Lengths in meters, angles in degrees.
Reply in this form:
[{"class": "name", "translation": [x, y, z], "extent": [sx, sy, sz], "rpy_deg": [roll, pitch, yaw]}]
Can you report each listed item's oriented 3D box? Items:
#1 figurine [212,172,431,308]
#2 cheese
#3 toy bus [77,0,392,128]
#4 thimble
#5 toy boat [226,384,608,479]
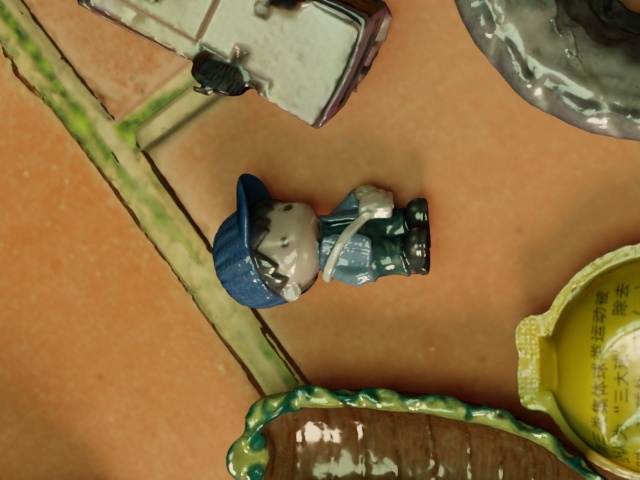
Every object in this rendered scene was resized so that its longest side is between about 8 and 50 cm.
[{"class": "figurine", "translation": [0.000, 0.000, 1.118], "extent": [0.149, 0.086, 0.087], "rpy_deg": [-2, 147, 6]}, {"class": "cheese", "translation": [0.261, 0.082, 1.059], "extent": [0.270, 0.069, 0.177], "rpy_deg": [-1, 106, 16]}, {"class": "toy bus", "translation": [-0.093, -0.172, 1.065], "extent": [0.274, 0.112, 0.090], "rpy_deg": [28, 113, 7]}, {"class": "thimble", "translation": [0.197, -0.174, 0.948], "extent": [0.236, 0.172, 0.205], "rpy_deg": [19, 114, 13]}, {"class": "toy boat", "translation": [0.083, 0.154, 1.124], "extent": [0.293, 0.099, 0.108], "rpy_deg": [4, 110, 24]}]
